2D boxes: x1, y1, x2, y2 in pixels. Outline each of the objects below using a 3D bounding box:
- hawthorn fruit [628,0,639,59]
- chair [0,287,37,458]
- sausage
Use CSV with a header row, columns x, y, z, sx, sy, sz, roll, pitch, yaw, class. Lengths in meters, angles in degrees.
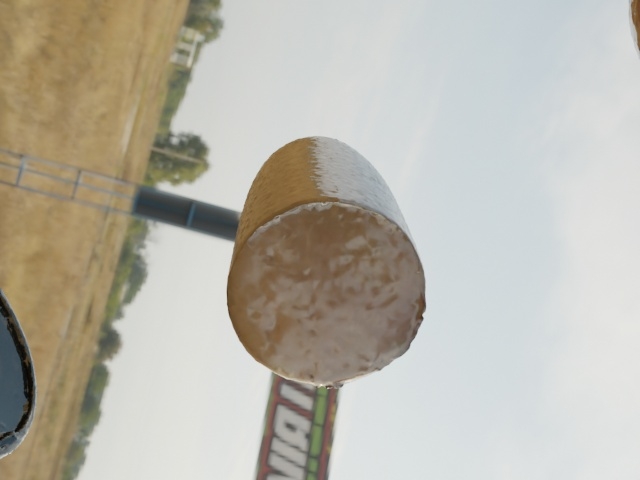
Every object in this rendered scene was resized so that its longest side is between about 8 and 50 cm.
x,y,z,sx,sy,sz,roll,pitch,yaw,class
0.229,-0.081,0.374,0.251,0.199,0.199,-72,-175,-54,hawthorn fruit
-0.465,0.160,0.790,0.401,0.226,0.226,-28,-153,11,chair
0.000,0.000,0.681,0.253,0.123,0.123,-100,-153,-74,sausage
